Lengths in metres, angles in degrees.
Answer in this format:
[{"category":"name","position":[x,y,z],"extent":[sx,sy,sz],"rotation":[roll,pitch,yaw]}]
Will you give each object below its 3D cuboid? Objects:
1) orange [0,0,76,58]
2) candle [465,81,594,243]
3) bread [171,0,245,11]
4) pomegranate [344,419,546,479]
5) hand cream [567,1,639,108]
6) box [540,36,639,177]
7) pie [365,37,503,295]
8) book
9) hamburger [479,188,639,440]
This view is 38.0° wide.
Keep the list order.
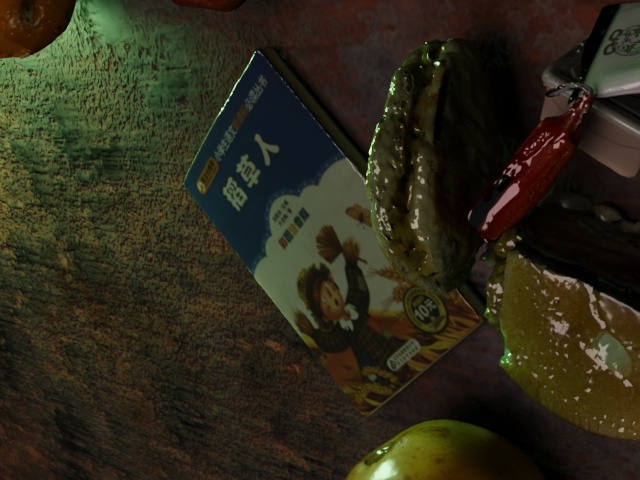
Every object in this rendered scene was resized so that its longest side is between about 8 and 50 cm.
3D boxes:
[{"category":"orange","position":[-0.455,-0.366,1.313],"extent":[0.182,0.234,0.234],"rotation":[44,138,19]},{"category":"candle","position":[0.179,-0.067,0.785],"extent":[0.162,0.053,0.048],"rotation":[-56,30,34]},{"category":"bread","position":[-0.133,-0.429,1.019],"extent":[0.295,0.114,0.327],"rotation":[-27,92,50]},{"category":"pomegranate","position":[0.152,0.342,1.098],"extent":[0.264,0.264,0.264],"rotation":[26,130,35]},{"category":"hand cream","position":[0.346,-0.156,0.684],"extent":[0.336,0.121,0.076],"rotation":[2,139,43]},{"category":"box","position":[0.259,-0.116,0.817],"extent":[0.122,0.089,0.062],"rotation":[38,147,26]},{"category":"pie","position":[0.117,-0.072,0.877],"extent":[0.090,0.201,0.248],"rotation":[1,81,31]},{"category":"book","position":[0.000,0.000,1.200],"extent":[0.428,0.039,0.300],"rotation":[51,140,11]},{"category":"hamburger","position":[0.267,0.078,0.859],"extent":[0.288,0.168,0.192],"rotation":[30,133,33]}]
